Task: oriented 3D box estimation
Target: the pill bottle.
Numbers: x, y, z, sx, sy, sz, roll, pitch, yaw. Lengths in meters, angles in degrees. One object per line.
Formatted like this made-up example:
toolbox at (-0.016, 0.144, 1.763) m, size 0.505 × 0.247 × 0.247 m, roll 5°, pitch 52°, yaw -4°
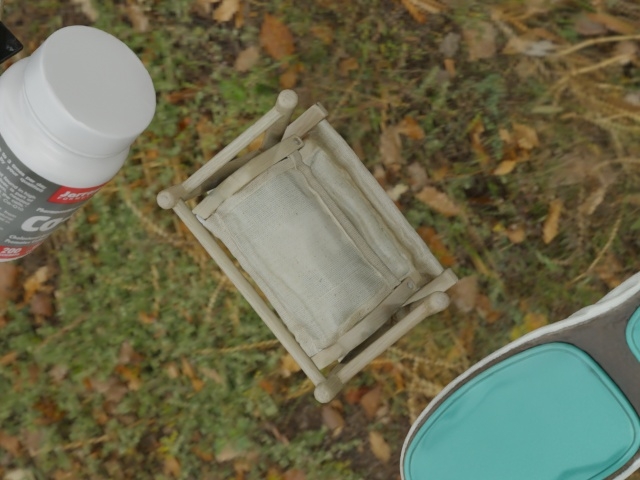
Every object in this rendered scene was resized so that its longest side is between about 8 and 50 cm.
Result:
pill bottle at (-0.313, -0.104, 1.289) m, size 0.283 × 0.161 × 0.161 m, roll -35°, pitch 83°, yaw 41°

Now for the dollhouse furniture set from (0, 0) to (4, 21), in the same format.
dollhouse furniture set at (-0.556, -0.360, 1.338) m, size 0.356 × 0.174 × 0.303 m, roll 24°, pitch 116°, yaw 14°

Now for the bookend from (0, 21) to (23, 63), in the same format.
bookend at (-0.313, -0.091, 0.856) m, size 0.072 × 0.156 × 0.157 m, roll 47°, pitch 148°, yaw 2°

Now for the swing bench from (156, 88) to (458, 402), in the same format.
swing bench at (0.000, 0.000, 1.182) m, size 0.165 × 0.255 × 0.253 m, roll -39°, pitch 88°, yaw 8°

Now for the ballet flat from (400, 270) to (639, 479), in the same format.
ballet flat at (0.243, 0.098, 0.918) m, size 0.400 × 0.139 × 0.139 m, roll -40°, pitch 80°, yaw 19°
